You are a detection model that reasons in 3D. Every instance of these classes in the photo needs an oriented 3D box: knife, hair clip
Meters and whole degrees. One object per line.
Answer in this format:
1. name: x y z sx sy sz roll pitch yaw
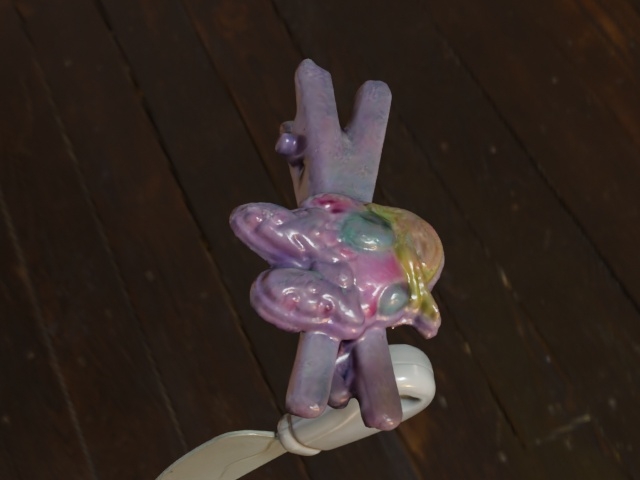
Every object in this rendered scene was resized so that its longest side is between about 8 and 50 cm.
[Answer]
1. knife: -0.049 0.165 1.216 0.331 0.080 0.044 -30 55 30
2. hair clip: 0.005 -0.012 0.952 0.137 0.090 0.278 14 40 -20
